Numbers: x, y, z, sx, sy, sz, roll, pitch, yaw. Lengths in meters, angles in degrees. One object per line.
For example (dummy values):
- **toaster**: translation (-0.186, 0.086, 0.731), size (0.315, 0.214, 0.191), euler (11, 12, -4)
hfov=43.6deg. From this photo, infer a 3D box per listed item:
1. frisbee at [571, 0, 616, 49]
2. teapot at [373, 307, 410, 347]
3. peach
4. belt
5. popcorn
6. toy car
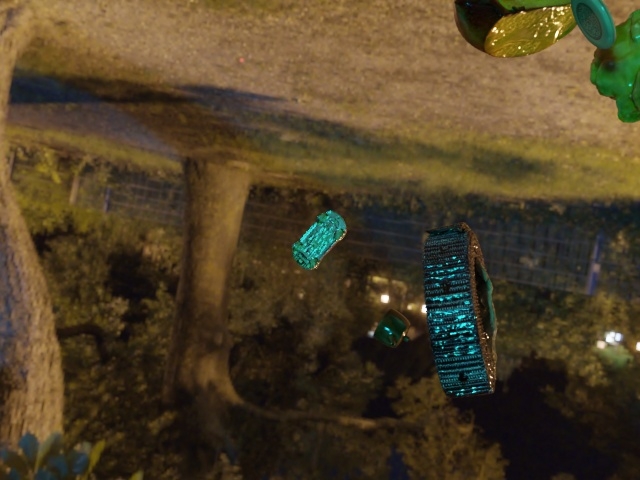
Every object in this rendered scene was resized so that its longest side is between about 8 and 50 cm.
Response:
- **frisbee**: translation (0.438, -0.357, 1.291), size (0.014, 0.110, 0.110), euler (-30, 178, -1)
- **teapot**: translation (0.163, 0.192, 1.717), size (0.068, 0.076, 0.121), euler (34, -154, 14)
- **peach**: translation (0.318, -0.404, 1.393), size (0.267, 0.159, 0.154), euler (-17, 153, -24)
- **belt**: translation (0.268, 0.134, 1.514), size (0.122, 0.325, 0.260), euler (-11, 151, 17)
- **popcorn**: translation (0.704, -0.381, 1.695), size (0.256, 0.255, 0.195), euler (0, 165, 30)
- **toy car**: translation (0.000, 0.000, 1.727), size (0.069, 0.142, 0.055), euler (44, -169, 15)
